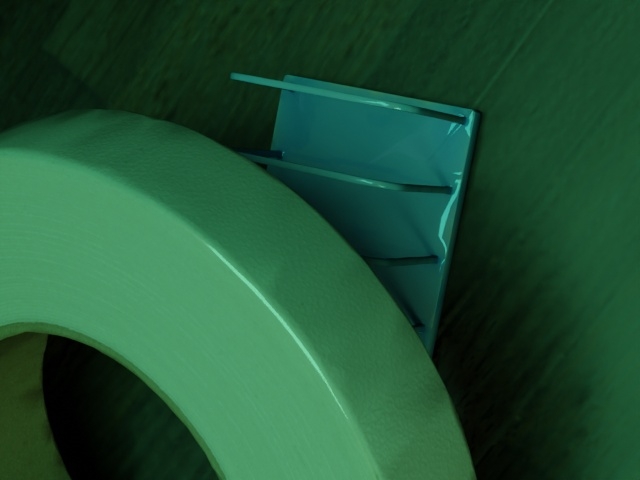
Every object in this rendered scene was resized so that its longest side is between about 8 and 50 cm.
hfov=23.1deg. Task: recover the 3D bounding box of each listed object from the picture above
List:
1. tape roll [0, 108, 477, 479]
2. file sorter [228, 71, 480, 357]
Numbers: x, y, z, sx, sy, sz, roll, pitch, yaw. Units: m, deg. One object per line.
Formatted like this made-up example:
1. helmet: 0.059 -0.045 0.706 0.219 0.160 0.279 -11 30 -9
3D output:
1. tape roll: -0.098 0.122 0.826 0.392 0.072 0.392 17 122 30
2. file sorter: 0.000 0.000 0.850 0.118 0.104 0.170 13 96 23
